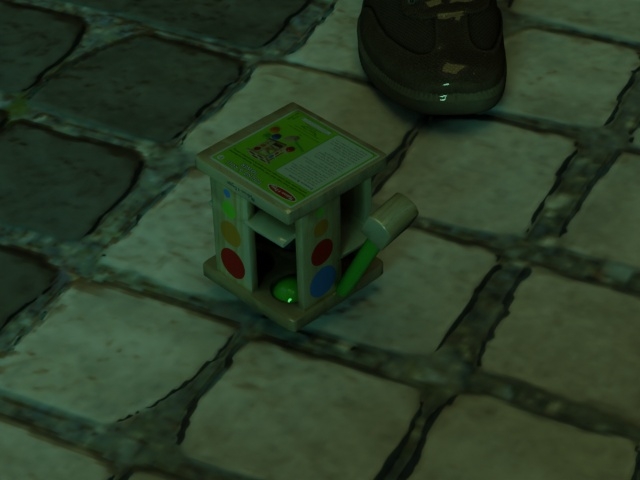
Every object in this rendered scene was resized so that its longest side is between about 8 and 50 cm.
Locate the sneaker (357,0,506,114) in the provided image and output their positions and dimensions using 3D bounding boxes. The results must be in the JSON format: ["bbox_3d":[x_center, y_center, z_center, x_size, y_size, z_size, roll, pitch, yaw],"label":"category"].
[{"bbox_3d":[0.047,-0.131,0.894,0.066,0.071,0.188,-5,38,-4],"label":"sneaker"}]

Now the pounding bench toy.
[{"bbox_3d":[0.000,0.000,0.735,0.052,0.065,0.083,-32,47,-33],"label":"pounding bench toy"}]
